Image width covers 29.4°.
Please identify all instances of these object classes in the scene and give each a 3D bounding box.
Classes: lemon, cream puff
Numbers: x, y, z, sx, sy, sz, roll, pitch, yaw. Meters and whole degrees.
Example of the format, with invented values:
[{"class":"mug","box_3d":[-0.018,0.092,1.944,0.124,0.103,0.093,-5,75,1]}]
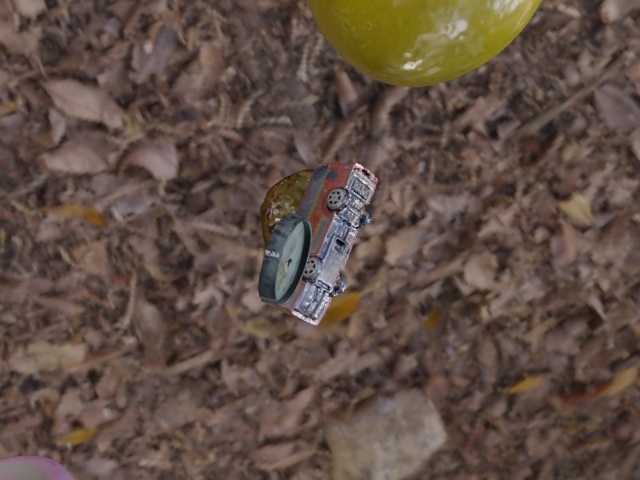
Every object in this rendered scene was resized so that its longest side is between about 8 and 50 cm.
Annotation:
[{"class":"lemon","box_3d":[0.139,-0.373,1.621,0.348,0.348,0.348,-16,139,-15]},{"class":"cream puff","box_3d":[-0.016,-0.028,1.753,0.149,0.149,0.084,-48,152,22]}]

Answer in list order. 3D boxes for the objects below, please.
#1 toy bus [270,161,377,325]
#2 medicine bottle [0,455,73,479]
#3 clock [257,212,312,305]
[{"class":"toy bus","box_3d":[0.000,0.000,1.431,0.065,0.077,0.192,34,74,-50]},{"class":"medicine bottle","box_3d":[-0.214,0.333,0.971,0.178,0.178,0.291,-27,114,-2]},{"class":"clock","box_3d":[-0.031,0.017,1.076,0.085,0.017,0.085,17,90,-74]}]
